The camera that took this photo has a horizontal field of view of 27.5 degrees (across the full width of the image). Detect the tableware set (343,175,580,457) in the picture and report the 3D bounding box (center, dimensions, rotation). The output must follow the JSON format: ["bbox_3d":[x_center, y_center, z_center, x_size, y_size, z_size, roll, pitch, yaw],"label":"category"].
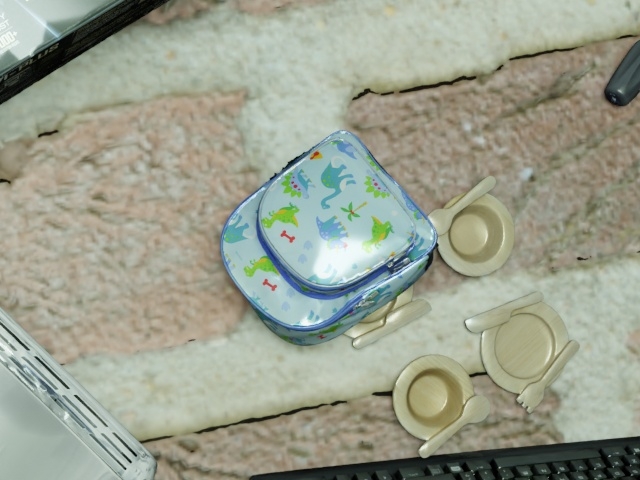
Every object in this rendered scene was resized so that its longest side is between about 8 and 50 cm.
[{"bbox_3d":[0.084,0.050,0.844,0.141,0.020,0.168,-32,97,-14],"label":"tableware set"}]

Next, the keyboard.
[{"bbox_3d":[0.121,0.174,0.764,0.317,0.201,0.033,-4,115,-17],"label":"keyboard"}]

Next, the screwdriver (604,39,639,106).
[{"bbox_3d":[0.245,-0.160,0.894,0.170,0.024,0.025,-55,131,-12],"label":"screwdriver"}]

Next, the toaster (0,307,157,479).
[{"bbox_3d":[-0.192,0.124,0.710,0.227,0.129,0.146,46,76,-9],"label":"toaster"}]

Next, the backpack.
[{"bbox_3d":[0.000,0.000,0.782,0.114,0.084,0.105,-38,76,-4],"label":"backpack"}]

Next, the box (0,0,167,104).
[{"bbox_3d":[-0.147,-0.144,0.717,0.180,0.147,0.077,-35,99,-13],"label":"box"}]
